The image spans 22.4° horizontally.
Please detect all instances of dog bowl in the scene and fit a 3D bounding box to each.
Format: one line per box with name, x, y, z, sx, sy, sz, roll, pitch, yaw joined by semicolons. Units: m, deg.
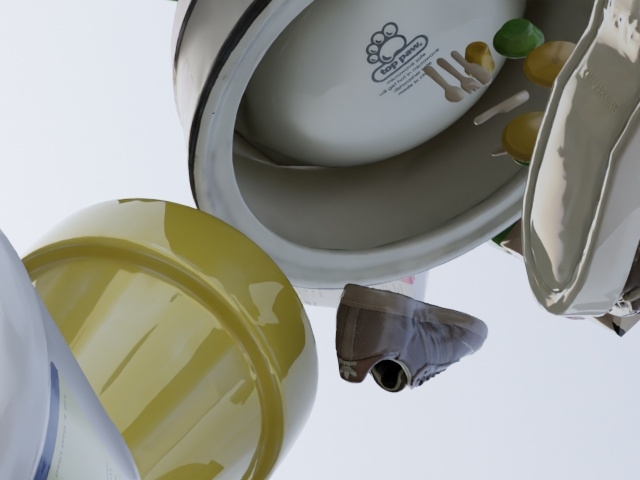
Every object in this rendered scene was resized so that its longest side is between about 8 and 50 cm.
dog bowl;0.057;-0.156;1.338;0.150;0.408;0.408;58;-45;39

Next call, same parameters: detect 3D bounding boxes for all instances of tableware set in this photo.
tableware set;0.152;-0.099;1.135;0.154;0.104;0.024;47;-19;39

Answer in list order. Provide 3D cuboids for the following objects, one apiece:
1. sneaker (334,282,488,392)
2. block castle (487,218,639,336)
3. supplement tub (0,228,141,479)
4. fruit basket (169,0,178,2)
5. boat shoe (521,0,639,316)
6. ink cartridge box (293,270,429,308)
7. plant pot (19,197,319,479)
sneaker;0.062;0.078;1.201;0.066;0.188;0.071;12;-94;34
block castle;0.231;-0.133;1.762;0.303;0.453;0.213;-54;-153;-2
supplement tub;-0.205;0.122;0.720;0.235;0.235;0.325;57;-10;26
fruit basket;-0.156;-0.462;1.875;0.283;0.392;0.392;11;-74;23
boat shoe;0.172;-0.106;0.644;0.116;0.097;0.324;-108;-153;-56
ink cartridge box;0.000;0.000;1.733;0.218;0.158;0.092;4;-120;14
plant pot;-0.156;0.129;1.159;0.254;0.239;0.254;9;-61;16
